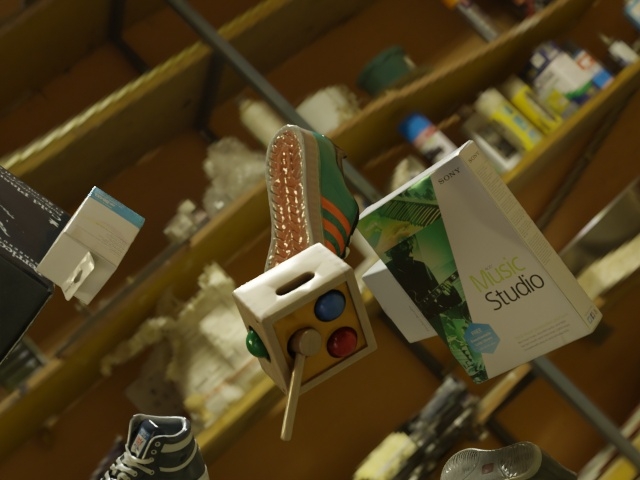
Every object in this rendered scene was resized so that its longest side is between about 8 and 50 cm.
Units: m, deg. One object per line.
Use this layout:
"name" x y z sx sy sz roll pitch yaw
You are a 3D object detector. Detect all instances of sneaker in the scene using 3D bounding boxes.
"sneaker" 0.000 0.000 1.463 0.121 0.302 0.108 11 -16 -42
"sneaker" 0.306 0.398 1.814 0.222 0.118 0.083 -22 44 48
"sneaker" -0.312 0.379 1.744 0.282 0.099 0.153 -25 -58 -31

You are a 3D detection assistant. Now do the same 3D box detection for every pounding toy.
"pounding toy" -0.018 0.104 1.137 0.141 0.100 0.130 -30 -56 -17

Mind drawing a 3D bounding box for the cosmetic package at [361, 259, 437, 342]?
"cosmetic package" 0.203 0.062 1.889 0.151 0.151 0.184 -41 10 -33

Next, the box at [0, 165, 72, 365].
"box" -0.681 -0.013 1.751 0.297 0.480 0.472 -51 17 7

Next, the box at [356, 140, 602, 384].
"box" 0.226 0.040 1.624 0.232 0.322 0.058 -34 4 42

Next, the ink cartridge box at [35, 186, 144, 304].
"ink cartridge box" -0.328 0.011 1.560 0.092 0.090 0.143 -48 13 32
